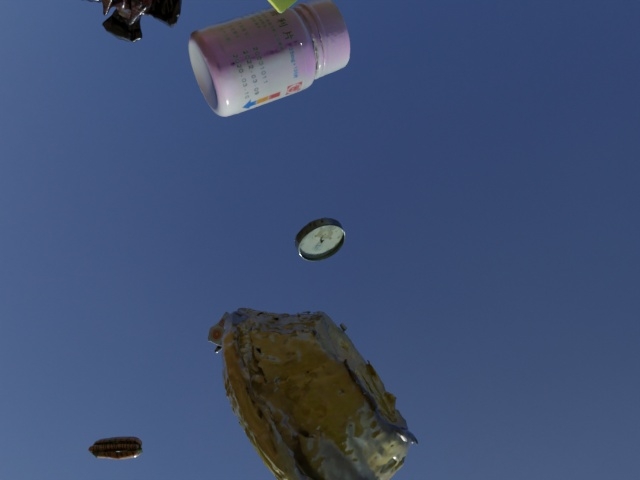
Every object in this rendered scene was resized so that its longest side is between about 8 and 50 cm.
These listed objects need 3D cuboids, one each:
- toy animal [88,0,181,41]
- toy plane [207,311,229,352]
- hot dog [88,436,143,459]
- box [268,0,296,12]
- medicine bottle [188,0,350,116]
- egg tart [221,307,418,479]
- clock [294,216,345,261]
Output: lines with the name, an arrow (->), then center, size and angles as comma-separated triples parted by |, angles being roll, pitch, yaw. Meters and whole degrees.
toy animal -> -0.356, -0.483, 1.044 | 0.219, 0.116, 0.179 | 15, -106, -4
toy plane -> -0.106, 0.194, 0.869 | 0.053, 0.197, 0.078 | 5, -125, 54
hot dog -> -0.448, 0.454, 1.217 | 0.122, 0.037, 0.049 | -6, -122, 4
box -> -0.119, -0.322, 0.397 | 0.043, 0.173, 0.311 | -34, -111, 16
medicine bottle -> -0.087, -0.324, 0.968 | 0.255, 0.152, 0.152 | -26, -122, -17
egg tart -> 0.012, 0.207, 0.733 | 0.132, 0.345, 0.345 | -37, -120, 4
clock -> 0.000, 0.000, 0.896 | 0.085, 0.085, 0.017 | -42, -132, 16
